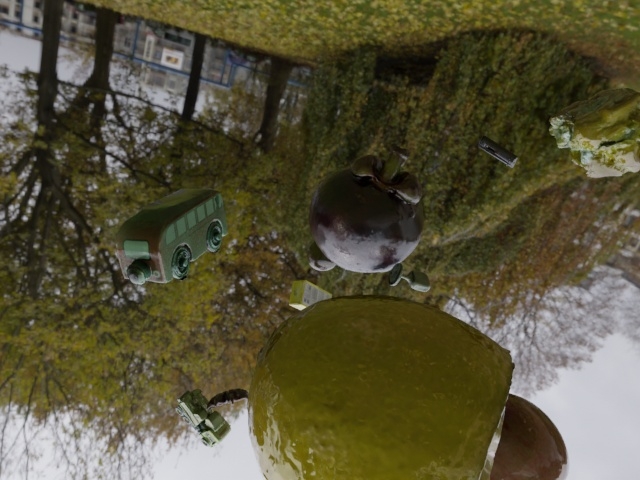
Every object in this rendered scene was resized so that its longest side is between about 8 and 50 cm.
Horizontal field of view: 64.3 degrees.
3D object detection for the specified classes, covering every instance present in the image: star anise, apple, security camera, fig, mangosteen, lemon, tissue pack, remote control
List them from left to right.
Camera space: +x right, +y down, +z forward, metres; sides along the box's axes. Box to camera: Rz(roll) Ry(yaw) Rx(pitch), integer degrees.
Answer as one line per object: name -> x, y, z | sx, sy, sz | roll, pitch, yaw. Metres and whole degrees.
star anise -> -0.277, 0.469, 1.514 | 0.141, 0.042, 0.141 | -15, 171, -2
tissue pack -> -0.036, 0.218, 1.888 | 0.062, 0.095, 0.176 | -5, 155, 35
fig -> 0.000, 0.000, 1.942 | 0.124, 0.124, 0.236 | 6, -114, -31
lemon -> 0.056, 0.231, 0.684 | 0.364, 0.364, 0.364 | 16, -160, -6
mangosteen -> 0.127, -0.062, 1.267 | 0.293, 0.297, 0.297 | -18, 172, 41
security camera -> 0.207, 0.090, 1.161 | 0.092, 0.058, 0.058 | 22, -161, -16
remote control -> 0.368, -0.185, 1.065 | 0.016, 0.034, 0.091 | -22, -129, -34
apple -> 0.465, 0.555, 1.292 | 0.344, 0.345, 0.269 | -4, -153, -46

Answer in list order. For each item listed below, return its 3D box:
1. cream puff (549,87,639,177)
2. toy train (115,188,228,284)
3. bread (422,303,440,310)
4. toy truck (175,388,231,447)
cream puff -> 0.606, -0.220, 1.074 | 0.194, 0.195, 0.221 | 19, -154, 1
toy train -> -0.331, -0.016, 1.162 | 0.129, 0.159, 0.326 | 3, -156, 19
bread -> 0.253, 0.257, 1.386 | 0.149, 0.158, 0.143 | 0, -112, -27
toy truck -> -0.363, 0.552, 1.603 | 0.191, 0.116, 0.085 | 52, -133, -2
